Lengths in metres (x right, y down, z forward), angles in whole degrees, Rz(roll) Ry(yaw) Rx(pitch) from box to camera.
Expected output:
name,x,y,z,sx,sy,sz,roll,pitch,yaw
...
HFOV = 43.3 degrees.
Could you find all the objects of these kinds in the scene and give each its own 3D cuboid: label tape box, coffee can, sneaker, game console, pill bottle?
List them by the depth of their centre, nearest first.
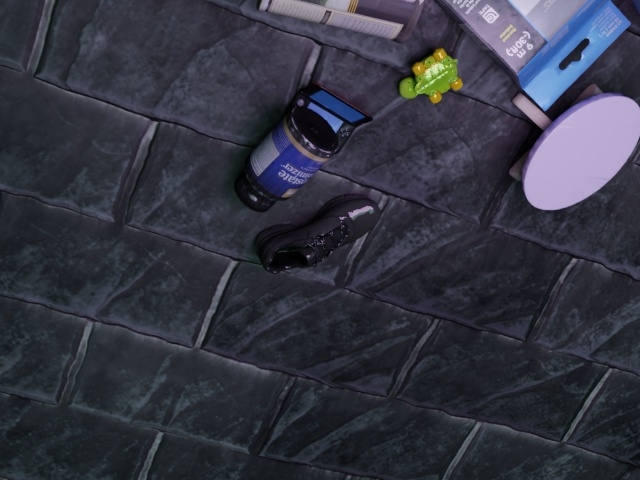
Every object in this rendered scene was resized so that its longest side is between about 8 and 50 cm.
name,x,y,z,sx,sy,sz,roll,pitch,yaw
coffee can,0.039,-0.482,1.445,0.275,0.201,0.202,9,115,-11
label tape box,0.404,-0.438,1.506,0.333,0.106,0.240,42,100,-9
pill bottle,-0.075,-0.156,1.617,0.122,0.123,0.219,33,126,-21
game console,0.012,-0.243,1.625,0.144,0.085,0.124,29,109,-19
sneaker,0.000,0.000,1.719,0.286,0.130,0.109,-26,115,4

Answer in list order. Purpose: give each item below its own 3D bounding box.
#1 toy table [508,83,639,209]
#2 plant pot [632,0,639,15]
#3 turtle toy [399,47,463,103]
name,x,y,z,sx,sy,sz,roll,pitch,yaw
toy table,0.513,-0.203,1.667,0.274,0.161,0.252,-37,115,12
plant pot,0.668,-0.506,1.468,0.247,0.252,0.247,-25,80,10
turtle toy,0.217,-0.328,1.619,0.130,0.066,0.095,-31,116,9
